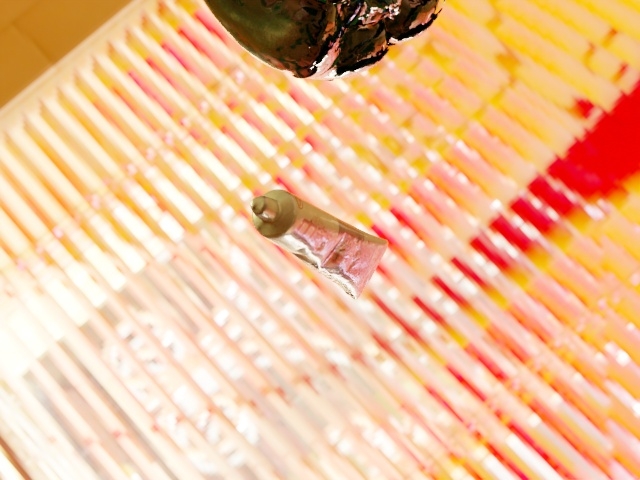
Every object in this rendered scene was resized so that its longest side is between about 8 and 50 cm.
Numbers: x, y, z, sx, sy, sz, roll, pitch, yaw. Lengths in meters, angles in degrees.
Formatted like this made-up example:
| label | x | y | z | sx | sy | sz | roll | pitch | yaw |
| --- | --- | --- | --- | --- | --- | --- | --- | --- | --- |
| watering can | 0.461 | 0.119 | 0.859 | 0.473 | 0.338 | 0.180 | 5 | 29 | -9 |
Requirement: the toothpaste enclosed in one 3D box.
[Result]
| label | x | y | z | sx | sy | sz | roll | pitch | yaw |
| --- | --- | --- | --- | --- | --- | --- | --- | --- | --- |
| toothpaste | 0.000 | 0.000 | 1.103 | 0.038 | 0.060 | 0.233 | 34 | 2 | 28 |

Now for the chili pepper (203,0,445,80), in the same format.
| label | x | y | z | sx | sy | sz | roll | pitch | yaw |
| --- | --- | --- | --- | --- | --- | --- | --- | --- | --- |
| chili pepper | -0.003 | -0.294 | 1.247 | 0.257 | 0.233 | 0.248 | 46 | -46 | 11 |
